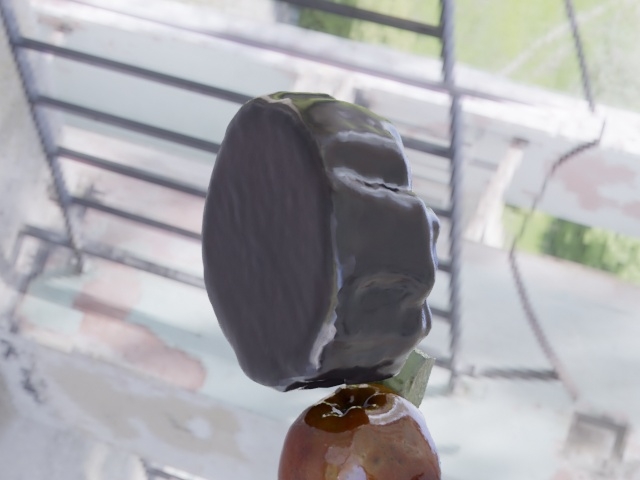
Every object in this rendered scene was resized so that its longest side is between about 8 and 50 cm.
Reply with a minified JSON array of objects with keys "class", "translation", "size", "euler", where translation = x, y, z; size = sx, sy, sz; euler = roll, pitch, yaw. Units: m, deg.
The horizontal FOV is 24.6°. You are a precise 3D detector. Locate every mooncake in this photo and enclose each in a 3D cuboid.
[{"class":"mooncake","translation":[0.000,0.000,1.379],"size":[0.141,0.283,0.283],"euler":[-6,116,-32]}]

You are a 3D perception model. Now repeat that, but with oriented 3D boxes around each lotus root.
[{"class":"lotus root","translation":[0.068,0.166,1.525],"size":[0.143,0.070,0.144],"euler":[-31,143,-80]}]

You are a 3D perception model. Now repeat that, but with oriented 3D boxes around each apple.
[{"class":"apple","translation":[0.034,0.225,1.422],"size":[0.147,0.156,0.158],"euler":[-45,125,-40]}]
